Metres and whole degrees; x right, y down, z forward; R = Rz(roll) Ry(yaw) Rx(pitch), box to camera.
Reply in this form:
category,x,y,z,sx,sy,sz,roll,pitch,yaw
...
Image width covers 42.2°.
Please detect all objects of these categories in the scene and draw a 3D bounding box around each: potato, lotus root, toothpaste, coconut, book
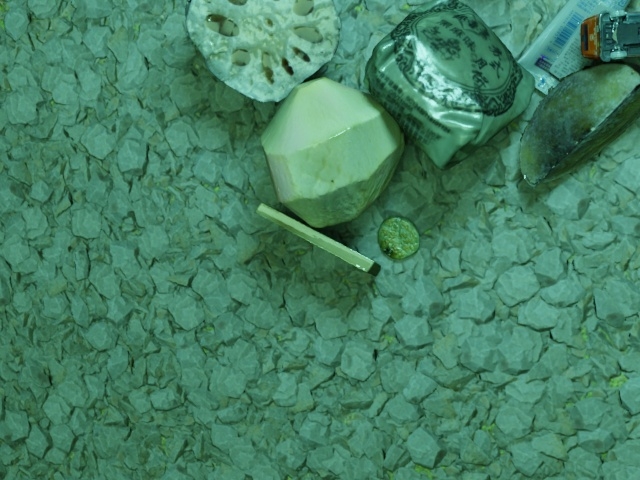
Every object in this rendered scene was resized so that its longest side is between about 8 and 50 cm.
category,x,y,z,sx,sy,sz,roll,pitch,yaw
potato,0.446,-0.209,1.402,0.261,0.100,0.120,-46,55,33
lotus root,-0.089,-0.382,1.469,0.272,0.192,0.272,2,104,7
toothpaste,0.449,-0.376,1.376,0.114,0.073,0.299,33,114,1
coconut,0.016,-0.160,1.435,0.259,0.259,0.259,3,100,16
book,0.000,0.000,1.517,0.230,0.161,0.026,28,90,11

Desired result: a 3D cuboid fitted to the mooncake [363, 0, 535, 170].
category,x,y,z,sx,sy,sz,roll,pitch,yaw
mooncake,0.210,-0.268,1.362,0.254,0.250,0.136,43,141,6

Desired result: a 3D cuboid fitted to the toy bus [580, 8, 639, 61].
category,x,y,z,sx,sy,sz,roll,pitch,yaw
toy bus,0.499,-0.328,1.326,0.174,0.077,0.079,-8,99,-20

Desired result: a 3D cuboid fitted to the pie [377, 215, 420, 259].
category,x,y,z,sx,sy,sz,roll,pitch,yaw
pie,0.145,-0.006,1.548,0.085,0.017,0.085,3,101,17
